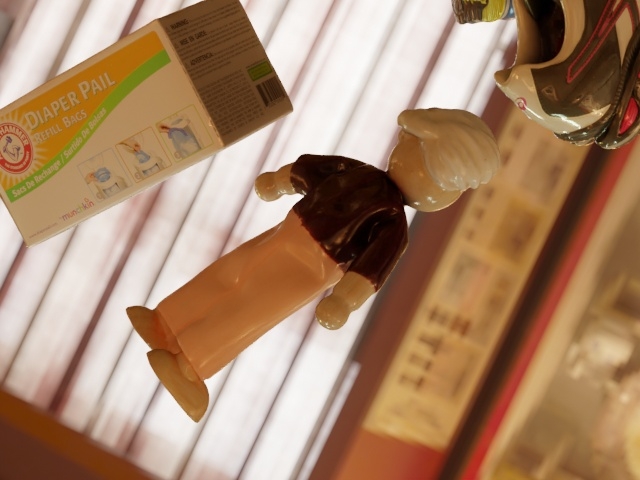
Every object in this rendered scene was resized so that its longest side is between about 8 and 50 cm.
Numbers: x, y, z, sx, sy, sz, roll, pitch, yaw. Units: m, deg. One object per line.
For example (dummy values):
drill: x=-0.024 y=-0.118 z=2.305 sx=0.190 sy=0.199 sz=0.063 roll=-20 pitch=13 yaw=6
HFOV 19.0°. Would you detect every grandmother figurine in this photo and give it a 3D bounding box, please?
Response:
grandmother figurine: x=0.000 y=0.000 z=1.625 sx=0.208 sy=0.342 sz=0.104 roll=58 pitch=-175 yaw=38

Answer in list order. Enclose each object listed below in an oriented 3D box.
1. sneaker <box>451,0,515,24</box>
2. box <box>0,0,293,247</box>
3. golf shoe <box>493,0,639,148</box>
sneaker: x=0.148 y=-0.209 z=1.608 sx=0.059 sy=0.053 sz=0.144 roll=-12 pitch=-164 yaw=-14
box: x=-0.142 y=-0.089 z=1.419 sx=0.103 sy=0.203 sz=0.114 roll=63 pitch=-147 yaw=-4
golf shoe: x=0.215 y=-0.208 z=1.449 sx=0.120 sy=0.273 sz=0.105 roll=22 pitch=164 yaw=-29
